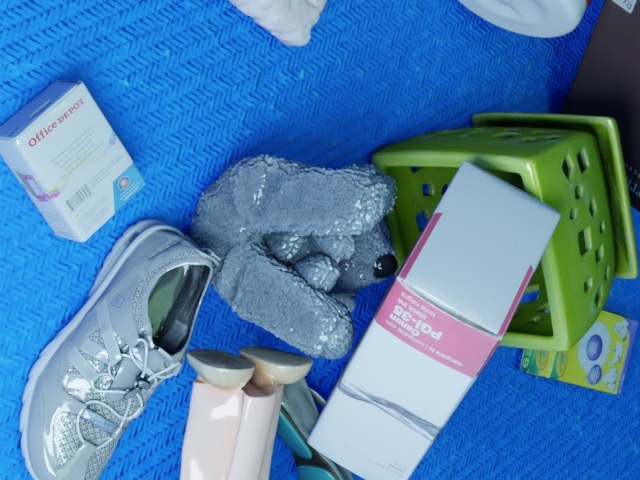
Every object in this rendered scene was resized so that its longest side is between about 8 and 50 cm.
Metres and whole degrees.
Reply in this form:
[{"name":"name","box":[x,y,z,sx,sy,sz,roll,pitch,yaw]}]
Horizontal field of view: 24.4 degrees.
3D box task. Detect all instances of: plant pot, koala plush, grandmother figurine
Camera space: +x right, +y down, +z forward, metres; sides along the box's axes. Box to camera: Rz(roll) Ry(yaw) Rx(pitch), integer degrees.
[{"name":"plant pot","box":[0.221,-0.027,1.651,0.207,0.228,0.227,-30,116,-40]},{"name":"koala plush","box":[0.000,0.000,1.517,0.221,0.203,0.196,-1,109,-62]},{"name":"grandmother figurine","box":[-0.098,0.277,1.399,0.208,0.104,0.342,2,100,-30]}]

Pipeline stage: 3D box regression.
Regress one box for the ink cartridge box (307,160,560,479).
[{"name":"ink cartridge box","box":[0.111,0.093,1.501,0.207,0.117,0.283,-58,176,-45]}]

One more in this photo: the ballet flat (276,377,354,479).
[{"name":"ballet flat","box":[0.000,0.224,1.601,0.068,0.072,0.213,-46,123,-30]}]

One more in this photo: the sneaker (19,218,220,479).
[{"name":"sneaker","box":[-0.188,0.111,1.387,0.105,0.115,0.281,31,78,-40]}]

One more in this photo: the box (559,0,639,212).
[{"name":"box","box":[0.427,-0.231,1.709,0.143,0.191,0.381,-16,135,-36]}]

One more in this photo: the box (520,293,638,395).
[{"name":"box","box":[0.328,0.132,1.885,0.179,0.043,0.105,16,87,-40]}]

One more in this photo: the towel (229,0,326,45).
[{"name":"towel","box":[-0.049,-0.394,1.417,0.332,0.053,0.317,34,78,-49]}]

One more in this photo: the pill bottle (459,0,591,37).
[{"name":"pill bottle","box":[0.271,-0.401,1.651,0.176,0.176,0.318,39,73,-38]}]

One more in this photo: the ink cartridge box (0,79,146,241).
[{"name":"ink cartridge box","box":[-0.231,-0.074,1.360,0.088,0.052,0.122,-46,125,-26]}]
